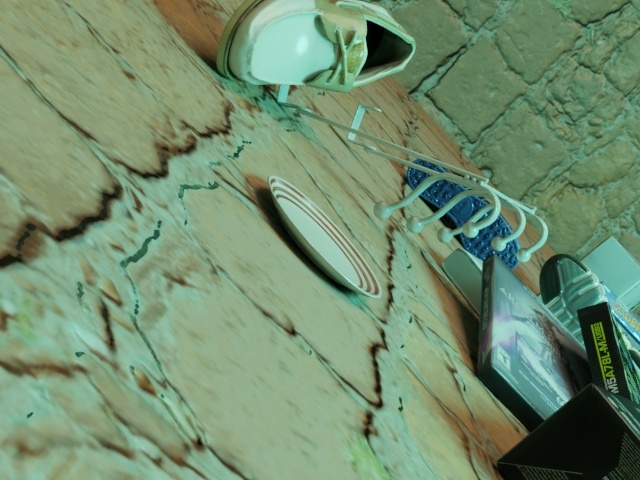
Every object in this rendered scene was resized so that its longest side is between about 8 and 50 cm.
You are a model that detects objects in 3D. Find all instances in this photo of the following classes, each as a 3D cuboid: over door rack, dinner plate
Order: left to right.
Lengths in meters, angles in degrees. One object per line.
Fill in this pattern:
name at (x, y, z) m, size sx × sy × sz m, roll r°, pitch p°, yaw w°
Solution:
dinner plate at (0.000, 0.000, 0.972) m, size 0.141 × 0.017 × 0.141 m, roll 46°, pitch 12°, yaw -13°
over door rack at (0.107, -0.079, 1.401) m, size 0.324 × 0.108 × 0.239 m, roll 36°, pitch 8°, yaw 25°

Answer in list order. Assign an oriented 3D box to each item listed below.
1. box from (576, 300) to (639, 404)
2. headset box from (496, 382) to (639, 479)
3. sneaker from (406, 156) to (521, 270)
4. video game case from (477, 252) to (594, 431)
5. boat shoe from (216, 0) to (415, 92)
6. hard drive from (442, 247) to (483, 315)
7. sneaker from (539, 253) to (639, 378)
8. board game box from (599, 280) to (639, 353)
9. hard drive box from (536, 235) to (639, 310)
box at (0.353, 0.198, 1.296) m, size 0.184 × 0.045 × 0.191 m, roll -93°, pitch 157°, yaw -49°
headset box at (0.300, 0.253, 0.987) m, size 0.218 × 0.110 × 0.293 m, roll 53°, pitch 13°, yaw 27°
sneaker at (0.236, -0.047, 1.791) m, size 0.232 × 0.081 × 0.090 m, roll 48°, pitch 19°, yaw 10°
video game case at (0.249, 0.141, 1.261) m, size 0.196 × 0.026 × 0.274 m, roll 45°, pitch 23°, yaw -11°
boat shoe at (0.006, -0.227, 1.277) m, size 0.103 × 0.113 × 0.302 m, roll 28°, pitch 30°, yaw 24°
hard drive at (0.285, 0.123, 1.526) m, size 0.203 × 0.040 × 0.307 m, roll 54°, pitch 13°, yaw 26°
sneaker at (0.386, 0.128, 1.602) m, size 0.229 × 0.086 × 0.132 m, roll 62°, pitch 10°, yaw 15°
board game box at (0.432, 0.164, 1.690) m, size 0.201 × 0.136 × 0.035 m, roll 46°, pitch 46°, yaw -11°
hard drive box at (0.461, 0.093, 1.899) m, size 0.089 × 0.181 × 0.232 m, roll 53°, pitch 14°, yaw 20°
